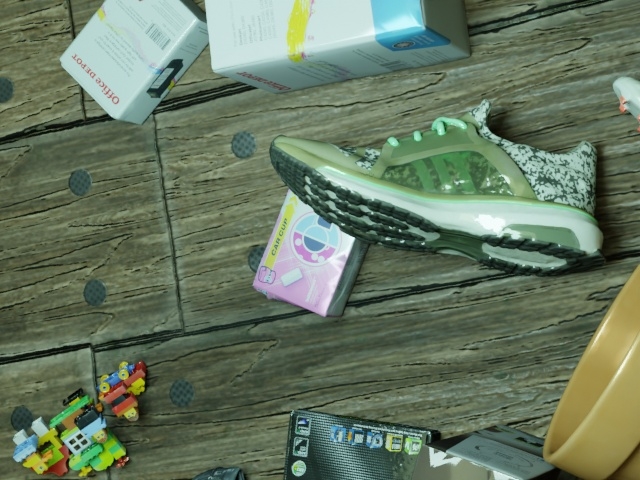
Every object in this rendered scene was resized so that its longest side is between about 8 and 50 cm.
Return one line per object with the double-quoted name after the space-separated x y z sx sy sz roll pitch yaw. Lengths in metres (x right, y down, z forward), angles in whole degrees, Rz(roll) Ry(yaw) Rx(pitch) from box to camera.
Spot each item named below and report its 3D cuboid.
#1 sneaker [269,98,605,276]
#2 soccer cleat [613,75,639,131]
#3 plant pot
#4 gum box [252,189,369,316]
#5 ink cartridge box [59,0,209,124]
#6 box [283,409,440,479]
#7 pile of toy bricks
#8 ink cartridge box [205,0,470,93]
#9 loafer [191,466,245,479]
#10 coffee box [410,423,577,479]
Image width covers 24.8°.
0.146 -0.083 1.725 0.410 0.158 0.182 14 71 0 "sneaker"
0.425 -0.133 1.673 0.196 0.068 0.076 41 89 16 "soccer cleat"
0.397 0.160 1.568 0.203 0.291 0.291 30 98 3 "plant pot"
0.000 0.000 1.831 0.107 0.062 0.188 23 95 21 "gum box"
-0.241 -0.261 1.937 0.127 0.072 0.175 46 103 17 "ink cartridge box"
0.045 0.313 1.807 0.191 0.045 0.184 7 87 23 "box"
-0.300 0.261 1.927 0.212 0.118 0.105 -35 108 7 "pile of toy bricks"
0.016 -0.306 1.769 0.270 0.198 0.197 -9 84 21 "ink cartridge box"
-0.109 0.397 1.846 0.078 0.076 0.223 -19 76 28 "loafer"
0.186 0.308 1.615 0.119 0.297 0.168 18 93 21 "coffee box"
